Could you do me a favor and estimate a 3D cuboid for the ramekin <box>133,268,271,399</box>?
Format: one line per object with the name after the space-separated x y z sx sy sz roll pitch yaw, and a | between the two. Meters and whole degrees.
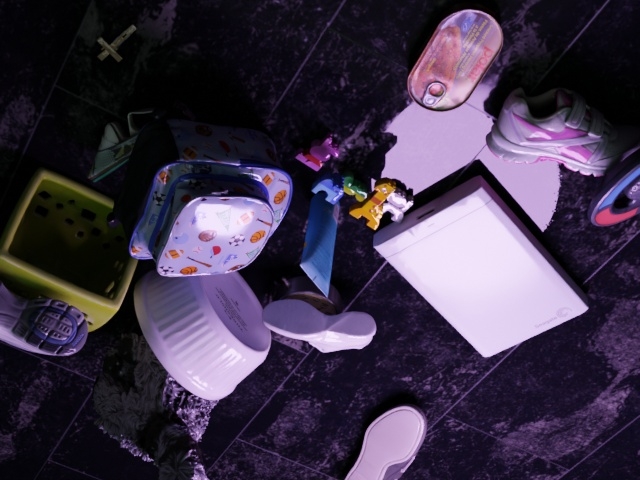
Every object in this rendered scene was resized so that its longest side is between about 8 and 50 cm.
-0.202 0.144 1.810 0.127 0.273 0.273 -33 121 15 | ramekin

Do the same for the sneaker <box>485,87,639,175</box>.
0.394 -0.177 1.565 0.252 0.103 0.111 5 129 -3 | sneaker

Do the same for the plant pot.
-0.464 0.045 1.775 0.227 0.228 0.207 27 135 -15 | plant pot

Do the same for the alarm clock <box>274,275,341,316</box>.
-0.007 0.133 1.901 0.192 0.064 0.129 25 129 -12 | alarm clock

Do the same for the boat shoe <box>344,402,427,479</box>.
0.148 0.453 2.158 0.112 0.095 0.335 41 128 18 | boat shoe

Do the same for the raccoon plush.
-0.246 0.360 1.882 0.216 0.447 0.299 -33 145 22 | raccoon plush

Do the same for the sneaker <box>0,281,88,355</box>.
-0.534 0.120 1.637 0.297 0.111 0.129 30 152 -12 | sneaker

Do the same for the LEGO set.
0.074 -0.096 1.680 0.227 0.087 0.093 31 127 -21 | LEGO set

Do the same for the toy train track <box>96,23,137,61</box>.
-0.321 -0.316 1.581 0.083 0.014 0.048 -35 112 24 | toy train track

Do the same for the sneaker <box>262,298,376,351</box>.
-0.008 0.171 1.852 0.212 0.080 0.094 11 143 -6 | sneaker

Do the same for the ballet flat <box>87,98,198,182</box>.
-0.310 -0.175 1.670 0.221 0.077 0.079 -24 106 18 | ballet flat

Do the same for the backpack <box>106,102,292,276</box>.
-0.178 -0.073 1.629 0.263 0.213 0.276 -9 148 -35 | backpack

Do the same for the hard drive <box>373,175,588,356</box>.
0.295 0.058 1.816 0.233 0.047 0.353 -30 122 28 | hard drive

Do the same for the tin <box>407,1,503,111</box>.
0.207 -0.282 1.539 0.106 0.040 0.190 24 129 -10 | tin

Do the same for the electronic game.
0.525 -0.099 1.585 0.229 0.048 0.229 -26 156 -13 | electronic game

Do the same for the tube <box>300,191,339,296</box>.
0.000 0.000 1.690 0.052 0.207 0.080 -29 121 26 | tube
